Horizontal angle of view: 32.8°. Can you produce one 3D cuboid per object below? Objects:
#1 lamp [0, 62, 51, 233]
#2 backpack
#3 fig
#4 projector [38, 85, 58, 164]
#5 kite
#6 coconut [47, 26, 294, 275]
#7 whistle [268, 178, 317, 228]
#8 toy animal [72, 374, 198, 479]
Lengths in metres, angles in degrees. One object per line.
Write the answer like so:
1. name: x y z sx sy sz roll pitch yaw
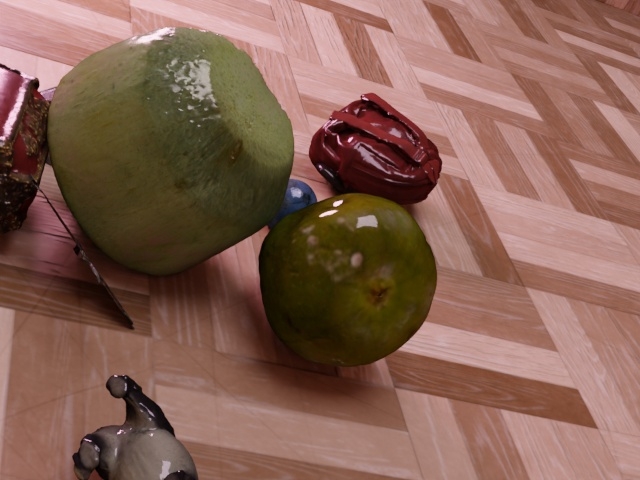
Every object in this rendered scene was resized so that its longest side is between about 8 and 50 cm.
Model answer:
1. lamp: -0.428 -0.116 1.366 0.177 0.177 0.274 17 32 -16
2. backpack: 0.105 -0.144 1.851 0.229 0.138 0.229 18 29 -10
3. fig: 0.032 0.042 1.421 0.233 0.233 0.314 25 6 -3
4. projector: -0.371 -0.165 1.565 0.083 0.082 0.083 34 31 13
5. kite: -0.284 0.015 1.291 0.229 0.012 0.250 58 -11 -17
6. coconut: -0.204 -0.110 1.414 0.329 0.328 0.281 17 52 -16
7. whistle: -0.050 -0.063 1.657 0.090 0.090 0.158 13 31 -23
8. toy animal: -0.161 0.245 1.053 0.225 0.094 0.121 49 -6 41
